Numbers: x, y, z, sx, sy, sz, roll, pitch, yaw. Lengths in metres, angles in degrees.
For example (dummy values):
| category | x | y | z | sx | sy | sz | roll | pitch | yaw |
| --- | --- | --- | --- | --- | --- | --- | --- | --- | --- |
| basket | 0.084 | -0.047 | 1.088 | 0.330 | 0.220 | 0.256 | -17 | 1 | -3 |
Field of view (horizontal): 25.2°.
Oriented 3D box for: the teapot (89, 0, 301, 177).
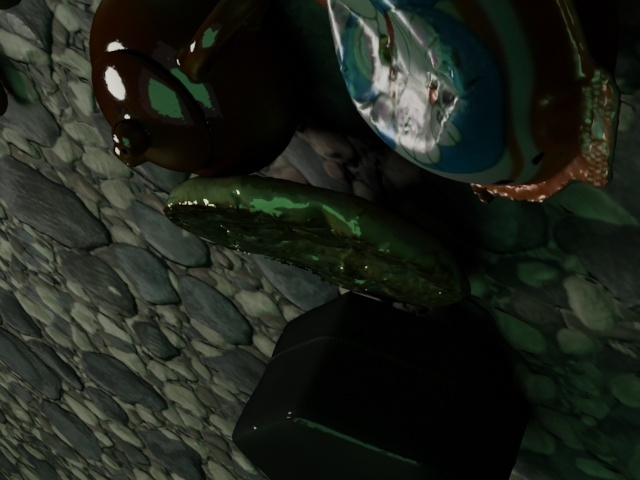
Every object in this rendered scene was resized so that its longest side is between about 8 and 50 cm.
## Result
| category | x | y | z | sx | sy | sz | roll | pitch | yaw |
| --- | --- | --- | --- | --- | --- | --- | --- | --- | --- |
| teapot | -0.099 | -0.118 | 1.058 | 0.178 | 0.135 | 0.252 | 40 | 153 | -6 |

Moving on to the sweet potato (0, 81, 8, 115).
| category | x | y | z | sx | sy | sz | roll | pitch | yaw |
| --- | --- | --- | --- | --- | --- | --- | --- | --- | --- |
| sweet potato | -0.371 | -0.188 | 1.375 | 0.182 | 0.054 | 0.053 | 47 | 142 | -5 |

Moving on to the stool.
| category | x | y | z | sx | sy | sz | roll | pitch | yaw |
| --- | --- | --- | --- | --- | --- | --- | --- | --- | --- |
| stool | 0.054 | 0.156 | 1.214 | 0.232 | 0.141 | 0.232 | 20 | 151 | 12 |

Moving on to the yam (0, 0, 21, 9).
| category | x | y | z | sx | sy | sz | roll | pitch | yaw |
| --- | --- | --- | --- | --- | --- | --- | --- | --- | --- |
| yam | -0.287 | -0.240 | 1.211 | 0.043 | 0.043 | 0.094 | 22 | 146 | 31 |

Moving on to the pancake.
| category | x | y | z | sx | sy | sz | roll | pitch | yaw |
| --- | --- | --- | --- | --- | --- | --- | --- | --- | --- |
| pancake | 0.000 | 0.000 | 1.107 | 0.253 | 0.037 | 0.253 | 17 | 168 | 4 |

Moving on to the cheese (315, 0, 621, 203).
| category | x | y | z | sx | sy | sz | roll | pitch | yaw |
| --- | --- | --- | --- | --- | --- | --- | --- | --- | --- |
| cheese | 0.058 | -0.141 | 0.843 | 0.329 | 0.129 | 0.217 | 44 | 152 | 35 |
